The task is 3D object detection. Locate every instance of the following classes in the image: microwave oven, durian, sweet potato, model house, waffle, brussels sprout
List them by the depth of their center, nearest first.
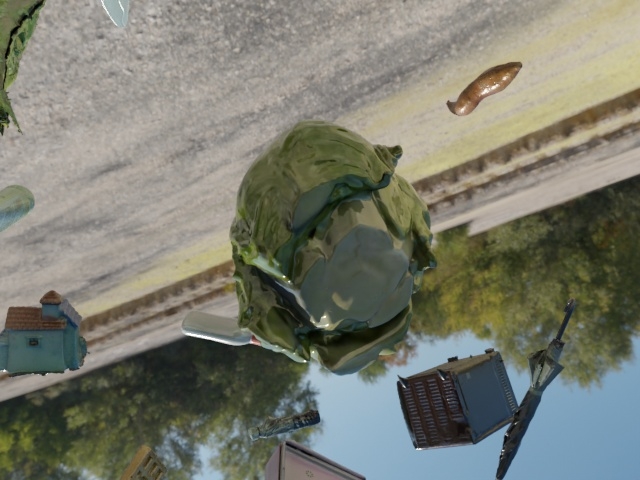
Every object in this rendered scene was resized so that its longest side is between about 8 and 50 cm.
[{"bbox_3d":[-0.461,-0.277,0.769,0.169,0.351,0.158,-16,143,20],"label":"durian"},{"bbox_3d":[-0.276,0.383,0.850,0.021,0.092,0.135,4,-137,28],"label":"waffle"},{"bbox_3d":[-0.493,0.152,1.027,0.148,0.148,0.119,4,-169,-15],"label":"model house"},{"bbox_3d":[0.002,-0.006,1.073,0.343,0.425,0.361,8,-160,-20],"label":"brussels sprout"},{"bbox_3d":[0.327,-0.305,1.149,0.058,0.055,0.202,-19,172,-33],"label":"sweet potato"},{"bbox_3d":[0.321,0.374,1.368,0.247,0.178,0.188,-4,167,-45],"label":"microwave oven"}]

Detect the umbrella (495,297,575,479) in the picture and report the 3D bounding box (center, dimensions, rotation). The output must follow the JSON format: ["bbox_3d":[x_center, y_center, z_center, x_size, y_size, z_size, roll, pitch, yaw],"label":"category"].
[{"bbox_3d":[0.247,0.192,0.682,0.044,0.269,0.044,20,-171,13],"label":"umbrella"}]

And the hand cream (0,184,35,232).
[{"bbox_3d":[-0.839,-0.065,1.504,0.147,0.093,0.306,-55,-162,13],"label":"hand cream"}]

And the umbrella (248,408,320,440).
[{"bbox_3d":[-0.092,0.472,1.479,0.188,0.050,0.046,-10,129,-18],"label":"umbrella"}]

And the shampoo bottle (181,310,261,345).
[{"bbox_3d":[-0.218,0.217,1.391,0.221,0.051,0.108,11,-171,4],"label":"shampoo bottle"}]

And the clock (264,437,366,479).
[{"bbox_3d":[-0.005,0.462,1.043,0.073,0.193,0.144,-58,-169,14],"label":"clock"}]

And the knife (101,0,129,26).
[{"bbox_3d":[-0.359,-0.515,1.027,0.080,0.044,0.331,-6,152,-33],"label":"knife"}]
